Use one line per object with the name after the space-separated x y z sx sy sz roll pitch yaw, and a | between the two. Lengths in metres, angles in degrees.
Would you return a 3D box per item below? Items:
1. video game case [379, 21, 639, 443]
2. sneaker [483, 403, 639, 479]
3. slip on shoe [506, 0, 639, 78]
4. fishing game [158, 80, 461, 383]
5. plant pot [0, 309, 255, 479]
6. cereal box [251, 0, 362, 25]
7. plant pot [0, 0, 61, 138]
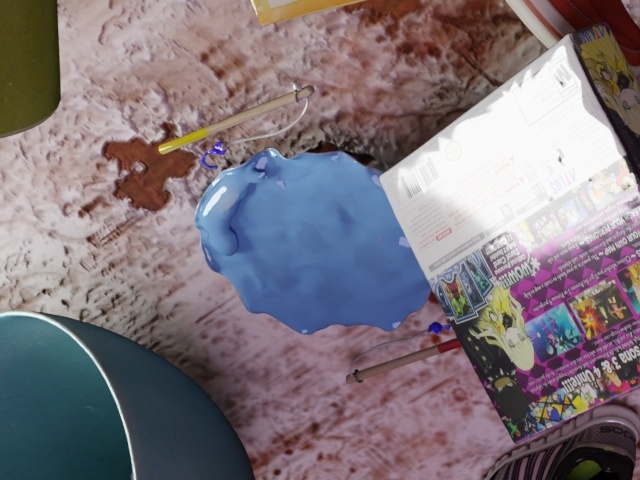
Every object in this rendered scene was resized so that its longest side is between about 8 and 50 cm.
0.152 0.003 1.148 0.232 0.042 0.210 -38 77 54 | video game case
0.189 0.201 1.439 0.063 0.075 0.170 39 120 -22 | sneaker
0.129 -0.233 1.110 0.101 0.123 0.331 -26 115 16 | slip on shoe
0.000 0.000 1.327 0.189 0.041 0.264 -23 121 33 | fishing game
-0.164 0.202 1.376 0.195 0.290 0.290 6 137 -47 | plant pot
0.002 -0.256 1.035 0.173 0.047 0.240 -10 116 26 | cereal box
-0.279 -0.236 1.067 0.274 0.275 0.294 8 111 -2 | plant pot
